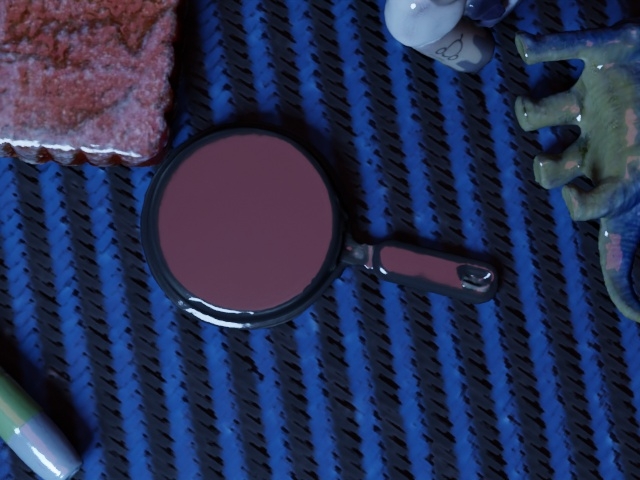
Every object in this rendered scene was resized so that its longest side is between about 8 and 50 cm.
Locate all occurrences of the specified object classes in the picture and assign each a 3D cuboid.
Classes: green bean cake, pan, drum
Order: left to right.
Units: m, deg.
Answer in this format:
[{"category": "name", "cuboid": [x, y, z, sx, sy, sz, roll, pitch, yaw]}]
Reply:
[{"category": "drum", "cuboid": [-0.234, 0.037, 1.111, 0.253, 0.049, 0.130, 31, 84, 3]}, {"category": "green bean cake", "cuboid": [-0.155, -0.114, 1.126, 0.135, 0.056, 0.135, 6, 84, 0]}, {"category": "pan", "cuboid": [0.000, 0.000, 1.126, 0.235, 0.028, 0.136, 13, 84, 1]}]

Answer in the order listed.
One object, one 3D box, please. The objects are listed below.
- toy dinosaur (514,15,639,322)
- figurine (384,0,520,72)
[{"category": "toy dinosaur", "cuboid": [0.225, -0.078, 1.118, 0.188, 0.075, 0.247, -15, 77, -5]}, {"category": "figurine", "cuboid": [0.027, -0.203, 1.101, 0.145, 0.145, 0.222, -38, 62, -4]}]
